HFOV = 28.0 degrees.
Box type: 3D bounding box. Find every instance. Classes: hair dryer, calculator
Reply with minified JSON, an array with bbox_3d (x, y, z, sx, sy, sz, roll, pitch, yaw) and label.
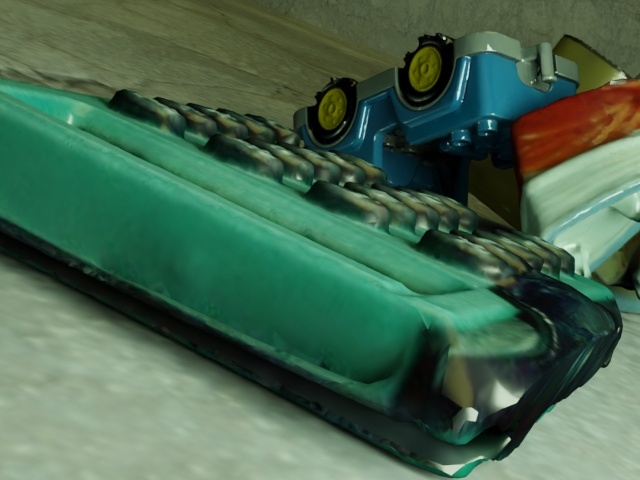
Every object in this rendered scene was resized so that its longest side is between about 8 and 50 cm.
[{"bbox_3d":[0.246,-0.019,0.969,0.279,0.135,0.090,35,6,-18],"label":"hair dryer"},{"bbox_3d":[0.000,0.000,0.524,0.248,0.058,0.274,26,11,22],"label":"calculator"}]

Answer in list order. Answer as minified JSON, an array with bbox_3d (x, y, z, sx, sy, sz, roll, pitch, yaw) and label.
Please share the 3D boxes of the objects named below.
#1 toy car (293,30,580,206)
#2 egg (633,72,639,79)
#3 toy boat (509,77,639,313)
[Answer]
[{"bbox_3d":[0.071,-0.059,0.798,0.097,0.100,0.191,12,-19,-39],"label":"toy car"},{"bbox_3d":[0.362,-0.080,1.162,0.203,0.202,0.283,26,27,25],"label":"egg"},{"bbox_3d":[0.235,0.005,0.759,0.332,0.145,0.133,12,41,-38],"label":"toy boat"}]
